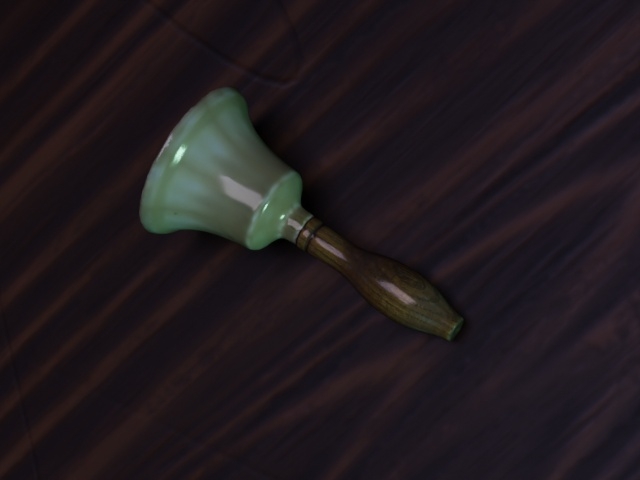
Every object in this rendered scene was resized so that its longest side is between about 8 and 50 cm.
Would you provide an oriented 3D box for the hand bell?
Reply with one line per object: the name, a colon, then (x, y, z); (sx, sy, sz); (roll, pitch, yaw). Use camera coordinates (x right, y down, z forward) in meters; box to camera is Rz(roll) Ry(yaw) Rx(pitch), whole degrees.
hand bell: (0.000, 0.000, 1.387); (0.242, 0.126, 0.126); (32, 96, 18)
